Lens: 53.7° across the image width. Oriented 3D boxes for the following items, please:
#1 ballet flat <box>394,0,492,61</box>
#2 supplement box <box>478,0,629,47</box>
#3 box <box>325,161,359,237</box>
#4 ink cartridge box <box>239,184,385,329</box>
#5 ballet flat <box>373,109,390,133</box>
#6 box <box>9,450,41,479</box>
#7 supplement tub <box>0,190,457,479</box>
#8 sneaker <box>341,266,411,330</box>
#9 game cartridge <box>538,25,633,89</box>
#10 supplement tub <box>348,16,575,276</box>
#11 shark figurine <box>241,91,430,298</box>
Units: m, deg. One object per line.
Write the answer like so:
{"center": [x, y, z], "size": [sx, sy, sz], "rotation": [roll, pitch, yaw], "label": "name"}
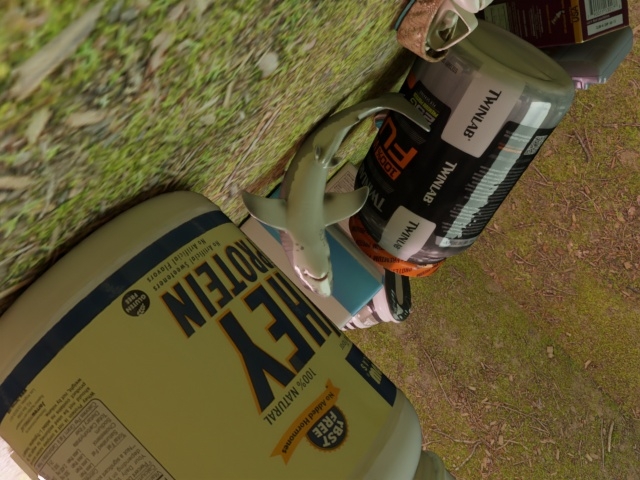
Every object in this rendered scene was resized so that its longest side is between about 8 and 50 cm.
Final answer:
{"center": [0.123, -0.226, 0.570], "size": [0.073, 0.067, 0.206], "rotation": [-44, 177, -9], "label": "ballet flat"}
{"center": [0.340, -0.335, 0.938], "size": [0.104, 0.081, 0.188], "rotation": [-23, -160, -24], "label": "supplement box"}
{"center": [0.000, 0.000, 1.305], "size": [0.311, 0.148, 0.121], "rotation": [-44, 178, 1], "label": "box"}
{"center": [-0.066, 0.082, 0.944], "size": [0.270, 0.197, 0.198], "rotation": [-46, 178, 6], "label": "ink cartridge box"}
{"center": [0.136, -0.208, 1.098], "size": [0.086, 0.086, 0.248], "rotation": [-45, 179, -3], "label": "ballet flat"}
{"center": [-0.325, 0.263, 0.904], "size": [0.130, 0.091, 0.170], "rotation": [-46, 177, 13], "label": "box"}
{"center": [-0.072, 0.148, 0.496], "size": [0.235, 0.325, 0.235], "rotation": [-45, 178, -2], "label": "supplement tub"}
{"center": [0.068, 0.015, 1.480], "size": [0.257, 0.169, 0.448], "rotation": [-18, -137, 25], "label": "sneaker"}
{"center": [0.352, -0.315, 1.071], "size": [0.297, 0.062, 0.198], "rotation": [10, -136, 38], "label": "game cartridge"}
{"center": [0.179, -0.121, 0.896], "size": [0.207, 0.207, 0.338], "rotation": [-41, 162, -53], "label": "supplement tub"}
{"center": [-0.002, -0.090, 0.771], "size": [0.278, 0.166, 0.116], "rotation": [-62, -157, 0], "label": "shark figurine"}
